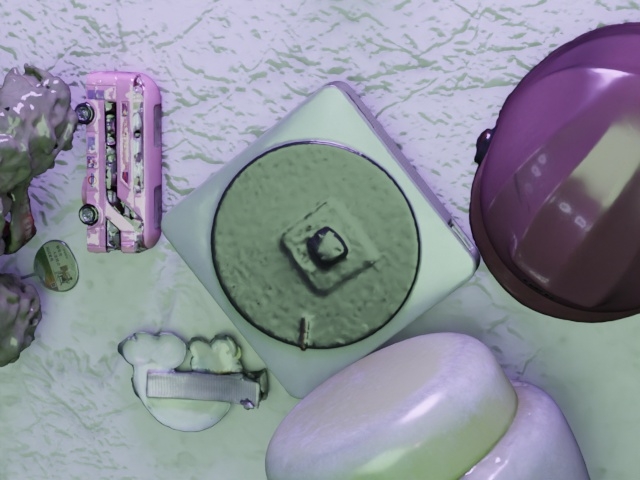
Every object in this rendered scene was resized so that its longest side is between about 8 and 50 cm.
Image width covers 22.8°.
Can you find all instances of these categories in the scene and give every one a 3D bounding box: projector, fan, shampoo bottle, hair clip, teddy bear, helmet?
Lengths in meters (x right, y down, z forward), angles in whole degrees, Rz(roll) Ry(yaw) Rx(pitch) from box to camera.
[{"bbox_3d":[0.000,0.000,1.718,0.259,0.079,0.257,-38,91,16],"label":"projector"},{"bbox_3d":[-0.311,0.039,1.832,0.060,0.003,0.080,44,105,2],"label":"fan"},{"bbox_3d":[0.120,0.278,1.621,0.322,0.322,0.317,-29,104,16],"label":"shampoo bottle"},{"bbox_3d":[-0.145,0.162,1.798,0.172,0.049,0.116,2,96,14],"label":"hair clip"},{"bbox_3d":[-0.474,-0.061,1.764,0.368,0.224,0.357,25,117,27],"label":"teddy bear"},{"bbox_3d":[0.289,-0.053,1.590,0.271,0.197,0.338,34,104,2],"label":"helmet"}]

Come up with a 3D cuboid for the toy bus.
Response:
[{"bbox_3d":[-0.221,-0.086,1.760,0.090,0.063,0.203,3,100,11],"label":"toy bus"}]
